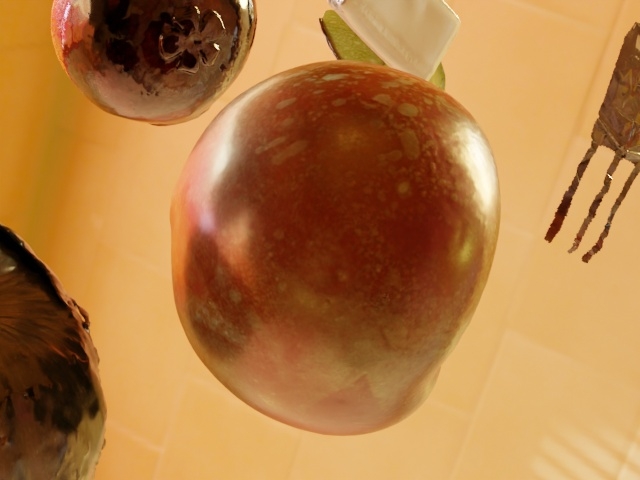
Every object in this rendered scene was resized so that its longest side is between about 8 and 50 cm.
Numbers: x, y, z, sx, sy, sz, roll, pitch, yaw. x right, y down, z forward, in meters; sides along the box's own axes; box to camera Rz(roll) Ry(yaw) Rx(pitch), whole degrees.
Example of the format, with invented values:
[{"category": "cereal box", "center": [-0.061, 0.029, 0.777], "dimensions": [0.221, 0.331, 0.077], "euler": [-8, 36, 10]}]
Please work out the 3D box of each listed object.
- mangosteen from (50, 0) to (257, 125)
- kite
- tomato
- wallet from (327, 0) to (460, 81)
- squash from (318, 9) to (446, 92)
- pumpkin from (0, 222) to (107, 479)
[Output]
[{"category": "mangosteen", "center": [-0.161, -0.210, 1.356], "dimensions": [0.210, 0.210, 0.210], "euler": [15, -159, -6]}, {"category": "kite", "center": [0.305, -0.095, 1.441], "dimensions": [0.141, 0.245, 0.015], "euler": [27, -179, -36]}, {"category": "tomato", "center": [0.000, 0.000, 1.028], "dimensions": [0.222, 0.270, 0.270], "euler": [19, -159, -4]}, {"category": "wallet", "center": [0.077, -0.236, 1.467], "dimensions": [0.033, 0.095, 0.190], "euler": [23, 169, 41]}, {"category": "squash", "center": [0.090, -0.258, 1.888], "dimensions": [0.192, 0.085, 0.184], "euler": [4, -131, -56]}, {"category": "pumpkin", "center": [-0.300, 0.110, 1.005], "dimensions": [0.327, 0.257, 0.291], "euler": [35, -148, 8]}]
